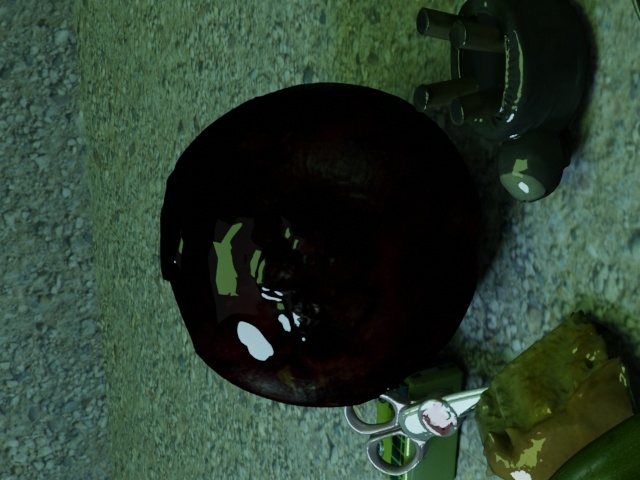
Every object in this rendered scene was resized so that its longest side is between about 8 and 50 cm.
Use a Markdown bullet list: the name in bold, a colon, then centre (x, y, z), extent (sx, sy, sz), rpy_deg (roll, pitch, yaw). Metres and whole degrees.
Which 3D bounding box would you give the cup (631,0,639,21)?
- **cup**: centre (0.347, -0.211, 1.046), extent (0.150, 0.199, 0.199), rpy_deg (-23, 76, 45)

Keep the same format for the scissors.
- **scissors**: centre (0.138, 0.200, 1.620), extent (0.242, 0.030, 0.118), rpy_deg (-24, 102, 36)

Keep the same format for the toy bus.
- **toy bus**: centre (0.121, 0.218, 1.720), extent (0.101, 0.088, 0.175), rpy_deg (41, 135, 53)

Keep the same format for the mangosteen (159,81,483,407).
- **mangosteen**: centre (-0.018, 0.003, 1.620), extent (0.421, 0.381, 0.381), rpy_deg (12, 108, 64)

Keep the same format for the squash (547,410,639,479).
- **squash**: centre (0.281, 0.188, 1.178), extent (0.331, 0.087, 0.087), rpy_deg (-35, 57, 16)

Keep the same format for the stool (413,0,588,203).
- **stool**: centre (0.187, -0.160, 1.409), extent (0.153, 0.139, 0.228), rpy_deg (122, 137, -56)

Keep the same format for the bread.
- **bread**: centre (0.227, 0.204, 1.417), extent (0.174, 0.133, 0.252), rpy_deg (-107, 20, -60)
